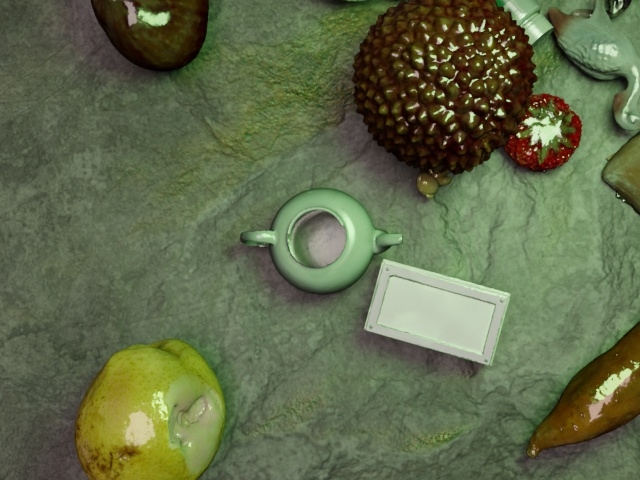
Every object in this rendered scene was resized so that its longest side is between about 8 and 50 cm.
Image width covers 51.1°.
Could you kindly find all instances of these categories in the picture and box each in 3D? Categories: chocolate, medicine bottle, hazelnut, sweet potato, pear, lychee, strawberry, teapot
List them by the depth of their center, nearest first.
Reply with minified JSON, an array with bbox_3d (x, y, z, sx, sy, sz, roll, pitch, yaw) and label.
[{"bbox_3d":[0.202,-0.265,1.105,0.306,0.330,0.306,-2,96,-19],"label":"lychee"},{"bbox_3d":[0.488,0.249,1.121,0.359,0.112,0.112,-40,82,1],"label":"sweet potato"},{"bbox_3d":[0.622,-0.087,1.137,0.261,0.083,0.161,44,91,9],"label":"chocolate"},{"bbox_3d":[-0.289,0.302,1.154,0.271,0.271,0.271,-1,86,8],"label":"pear"},{"bbox_3d":[0.389,-0.193,1.177,0.145,0.086,0.145,0,88,9],"label":"strawberry"},{"bbox_3d":[0.000,0.000,1.195,0.294,0.129,0.193,2,85,8],"label":"teapot"},{"bbox_3d":[0.349,-0.403,1.199,0.080,0.080,0.130,-39,81,4],"label":"medicine bottle"},{"bbox_3d":[-0.310,-0.435,1.233,0.218,0.218,0.234,-35,80,4],"label":"hazelnut"}]

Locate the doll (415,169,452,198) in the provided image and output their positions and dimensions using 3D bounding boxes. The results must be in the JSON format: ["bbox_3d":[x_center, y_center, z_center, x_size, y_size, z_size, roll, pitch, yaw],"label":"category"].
[{"bbox_3d":[0.213,-0.119,1.213,0.093,0.051,0.061,-40,107,6],"label":"doll"}]

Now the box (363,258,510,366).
[{"bbox_3d":[0.203,0.125,1.180,0.225,0.086,0.129,15,88,9],"label":"box"}]

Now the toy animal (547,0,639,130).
[{"bbox_3d":[0.504,-0.324,1.160,0.195,0.090,0.324,-4,78,20],"label":"toy animal"}]
